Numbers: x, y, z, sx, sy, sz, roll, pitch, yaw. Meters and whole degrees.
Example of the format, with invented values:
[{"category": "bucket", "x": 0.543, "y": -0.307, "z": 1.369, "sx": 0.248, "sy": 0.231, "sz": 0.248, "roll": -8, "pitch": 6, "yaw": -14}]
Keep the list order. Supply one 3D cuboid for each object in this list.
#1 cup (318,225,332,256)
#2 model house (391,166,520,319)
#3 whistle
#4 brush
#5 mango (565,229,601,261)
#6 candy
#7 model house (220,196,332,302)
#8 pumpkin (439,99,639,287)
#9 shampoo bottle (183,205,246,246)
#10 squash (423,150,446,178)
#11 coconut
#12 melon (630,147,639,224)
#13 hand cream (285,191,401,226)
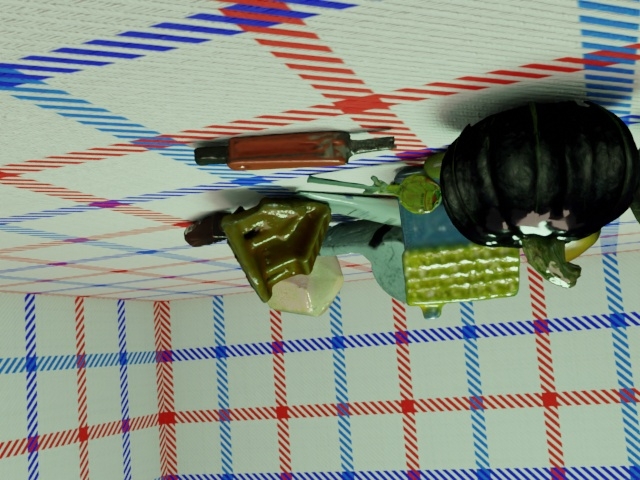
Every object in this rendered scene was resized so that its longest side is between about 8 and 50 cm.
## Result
[{"category": "cup", "x": 0.000, "y": 0.000, "z": 2.110, "sx": 0.078, "sy": 0.077, "sz": 0.100, "roll": -5, "pitch": 172, "yaw": 3}, {"category": "model house", "x": 0.273, "y": 0.003, "z": 1.570, "sx": 0.237, "sy": 0.303, "sz": 0.215, "roll": -6, "pitch": 178, "yaw": 5}, {"category": "whistle", "x": 0.180, "y": 0.010, "z": 1.907, "sx": 0.405, "sy": 0.188, "sz": 0.168, "roll": 24, "pitch": -136, "yaw": 24}, {"category": "brush", "x": -0.040, "y": -0.139, "z": 1.220, "sx": 0.323, "sy": 0.051, "sz": 0.070, "roll": -5, "pitch": 169, "yaw": 3}, {"category": "mango", "x": 0.709, "y": -0.003, "z": 2.278, "sx": 0.176, "sy": 0.139, "sz": 0.254, "roll": -14, "pitch": 167, "yaw": -15}, {"category": "candy", "x": 0.100, "y": -0.101, "z": 1.456, "sx": 0.262, "sy": 0.077, "sz": 0.073, "roll": 9, "pitch": -155, "yaw": 16}, {"category": "model house", "x": -0.077, "y": -0.006, "z": 1.673, "sx": 0.239, "sy": 0.173, "sz": 0.268, "roll": -26, "pitch": 166, "yaw": -5}, {"category": "pumpkin", "x": 0.324, "y": -0.064, "z": 1.164, "sx": 0.296, "sy": 0.295, "sz": 0.296, "roll": -4, "pitch": 172, "yaw": -1}, {"category": "shampoo bottle", "x": -0.249, "y": -0.031, "z": 1.823, "sx": 0.067, "sy": 0.068, "sz": 0.236, "roll": 12, "pitch": 166, "yaw": -32}, {"category": "squash", "x": 0.255, "y": -0.146, "z": 1.351, "sx": 0.052, "sy": 0.052, "sz": 0.183, "roll": 3, "pitch": 166, "yaw": -42}, {"category": "coconut", "x": -0.044, "y": 0.120, "z": 2.412, "sx": 0.245, "sy": 0.233, "sz": 0.233, "roll": -1, "pitch": 175, "yaw": 31}, {"category": "melon", "x": 0.662, "y": -0.094, "z": 1.256, "sx": 0.302, "sy": 0.237, "sz": 0.237, "roll": -4, "pitch": 172, "yaw": -8}, {"category": "hand cream", "x": 0.074, "y": -0.075, "z": 1.741, "sx": 0.321, "sy": 0.067, "sz": 0.109, "roll": 5, "pitch": 170, "yaw": -27}]
